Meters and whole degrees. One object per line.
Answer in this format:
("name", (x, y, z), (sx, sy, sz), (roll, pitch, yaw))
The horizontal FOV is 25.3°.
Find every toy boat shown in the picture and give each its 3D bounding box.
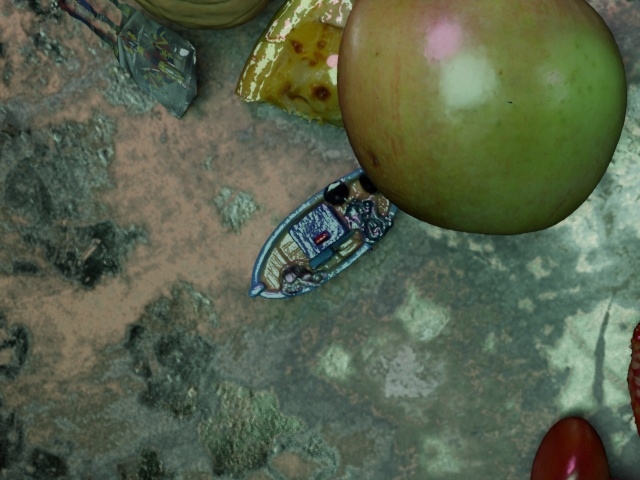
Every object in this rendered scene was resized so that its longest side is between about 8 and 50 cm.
("toy boat", (0.000, 0.000, 1.730), (0.223, 0.097, 0.100), (-40, 83, 14))

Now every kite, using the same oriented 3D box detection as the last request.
("kite", (-0.244, -0.257, 1.771), (0.245, 0.015, 0.141), (40, 142, 13))

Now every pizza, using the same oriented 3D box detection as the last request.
("pizza", (0.013, -0.229, 1.711), (0.188, 0.080, 0.204), (26, 100, 10))

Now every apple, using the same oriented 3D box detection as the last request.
("apple", (0.173, -0.149, 1.564), (0.319, 0.319, 0.277), (8, 95, 13))

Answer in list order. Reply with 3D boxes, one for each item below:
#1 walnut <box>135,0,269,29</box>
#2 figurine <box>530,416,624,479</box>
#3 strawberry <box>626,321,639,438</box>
("walnut", (-0.159, -0.368, 1.677), (0.261, 0.225, 0.225), (38, 103, 6))
("figurine", (0.318, 0.386, 1.632), (0.261, 0.211, 0.270), (31, 103, 9))
("strawberry", (0.419, 0.210, 1.618), (0.236, 0.106, 0.175), (39, 129, 20))
